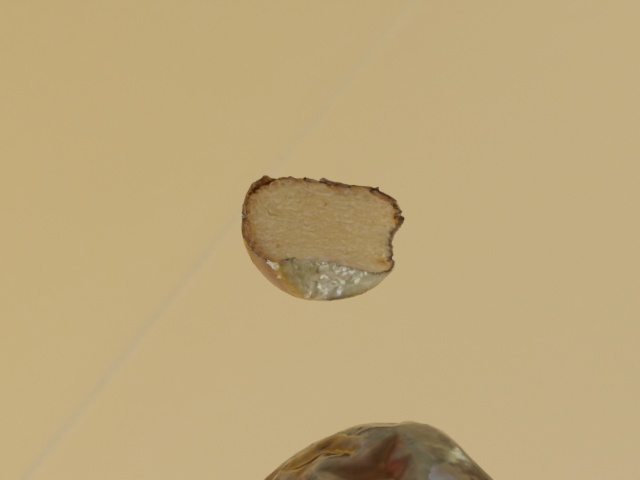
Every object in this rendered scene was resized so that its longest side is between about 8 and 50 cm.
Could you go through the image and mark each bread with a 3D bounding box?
[{"bbox_3d":[0.000,0.000,1.325,0.126,0.044,0.129,7,-149,1],"label":"bread"}]

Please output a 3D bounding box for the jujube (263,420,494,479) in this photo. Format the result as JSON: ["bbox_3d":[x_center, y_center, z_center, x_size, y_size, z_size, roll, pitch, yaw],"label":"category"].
[{"bbox_3d":[0.008,0.267,1.130,0.308,0.215,0.246,-49,-130,-6],"label":"jujube"}]
